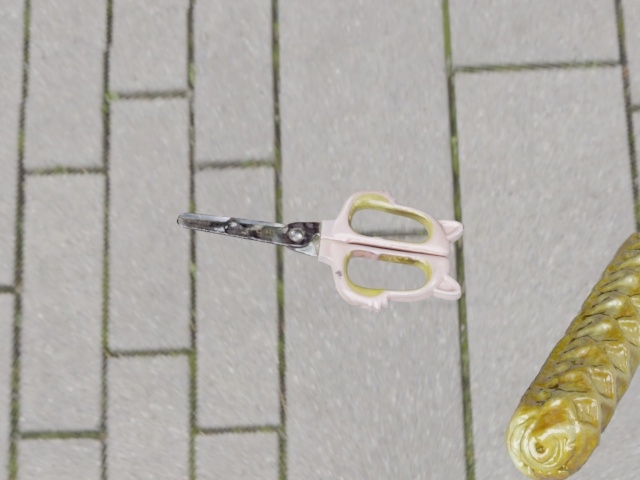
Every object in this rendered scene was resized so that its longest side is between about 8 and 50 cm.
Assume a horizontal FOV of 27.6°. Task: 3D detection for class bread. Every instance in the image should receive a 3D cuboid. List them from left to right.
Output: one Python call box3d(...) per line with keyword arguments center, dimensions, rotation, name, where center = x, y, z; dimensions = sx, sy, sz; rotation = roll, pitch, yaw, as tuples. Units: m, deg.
box3d(center=(0.252, 0.091, 1.155), dimensions=(0.084, 0.367, 0.077), rotation=(-9, 112, 33), name="bread")

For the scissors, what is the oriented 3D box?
box3d(center=(0.000, 0.000, 1.427), dimensions=(0.318, 0.024, 0.160), rotation=(8, 57, -2), name="scissors")
